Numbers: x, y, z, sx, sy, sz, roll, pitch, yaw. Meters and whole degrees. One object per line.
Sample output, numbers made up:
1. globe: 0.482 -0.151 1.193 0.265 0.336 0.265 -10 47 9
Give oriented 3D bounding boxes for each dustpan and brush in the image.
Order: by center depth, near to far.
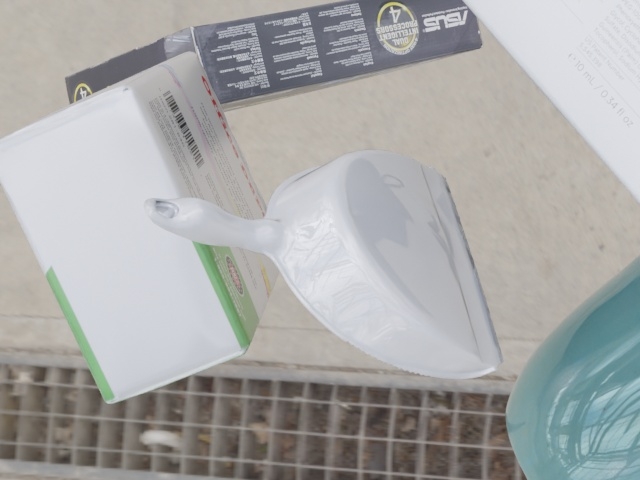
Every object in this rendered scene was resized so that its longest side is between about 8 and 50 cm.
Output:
1. dustpan and brush: 0.000 0.000 0.721 0.060 0.211 0.147 -34 53 30

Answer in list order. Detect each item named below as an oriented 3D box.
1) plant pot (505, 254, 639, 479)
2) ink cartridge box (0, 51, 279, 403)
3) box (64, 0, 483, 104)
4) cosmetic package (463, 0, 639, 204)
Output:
1. plant pot: 0.342 0.187 1.401 0.235 0.293 0.293 -38 71 24
2. ink cartridge box: -0.127 -0.024 1.025 0.117 0.278 0.201 -22 100 8
3. box: -0.057 -0.213 1.564 0.318 0.394 0.097 -9 97 54
4. cosmetic package: 0.216 -0.166 0.609 0.284 0.097 0.377 -47 62 24
